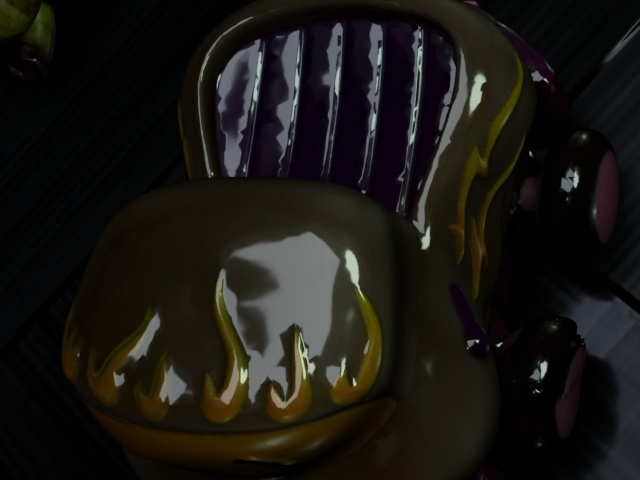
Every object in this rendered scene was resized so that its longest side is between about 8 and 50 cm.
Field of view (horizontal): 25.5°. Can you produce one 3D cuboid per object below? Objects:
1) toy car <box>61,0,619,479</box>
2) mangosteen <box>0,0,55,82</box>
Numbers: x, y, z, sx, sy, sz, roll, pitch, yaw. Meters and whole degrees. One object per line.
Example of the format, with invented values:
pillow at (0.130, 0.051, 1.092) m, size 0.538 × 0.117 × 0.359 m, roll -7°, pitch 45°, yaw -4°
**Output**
toy car at (0.000, 0.000, 0.767) m, size 0.271 × 0.240 × 0.340 m, roll 4°, pitch 74°, yaw 26°
mangosteen at (-0.256, -0.237, 1.032) m, size 0.215 × 0.215 × 0.257 m, roll -23°, pitch 89°, yaw 16°
